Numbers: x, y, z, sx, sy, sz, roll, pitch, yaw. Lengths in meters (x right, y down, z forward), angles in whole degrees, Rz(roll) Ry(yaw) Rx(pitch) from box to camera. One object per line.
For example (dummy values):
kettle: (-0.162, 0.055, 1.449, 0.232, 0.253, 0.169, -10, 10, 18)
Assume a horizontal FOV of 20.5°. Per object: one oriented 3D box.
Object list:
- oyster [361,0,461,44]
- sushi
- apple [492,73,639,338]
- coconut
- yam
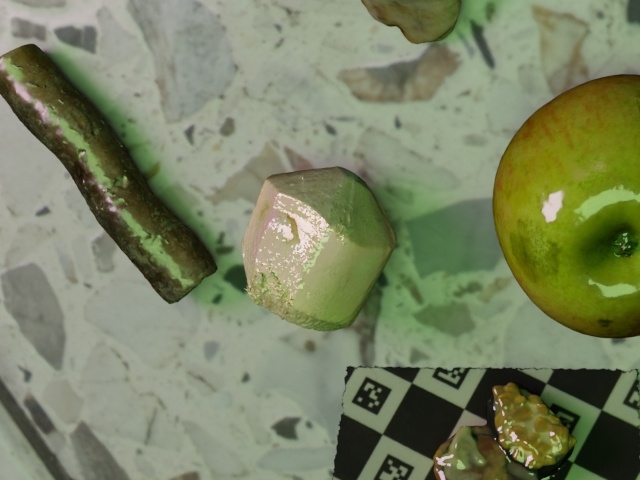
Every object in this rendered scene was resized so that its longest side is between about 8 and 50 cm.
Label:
oyster: (0.071, -0.309, 1.303, 0.166, 0.110, 0.341, 25, 123, 5)
sushi: (0.121, 0.227, 1.366, 0.264, 0.050, 0.290, 0, 67, 14)
apple: (0.221, -0.024, 1.308, 0.196, 0.196, 0.196, 3, 101, 13)
coconut: (0.000, 0.000, 1.400, 0.116, 0.116, 0.122, 26, 106, 8)
yam: (-0.181, -0.059, 1.461, 0.061, 0.061, 0.253, -39, 89, 17)
